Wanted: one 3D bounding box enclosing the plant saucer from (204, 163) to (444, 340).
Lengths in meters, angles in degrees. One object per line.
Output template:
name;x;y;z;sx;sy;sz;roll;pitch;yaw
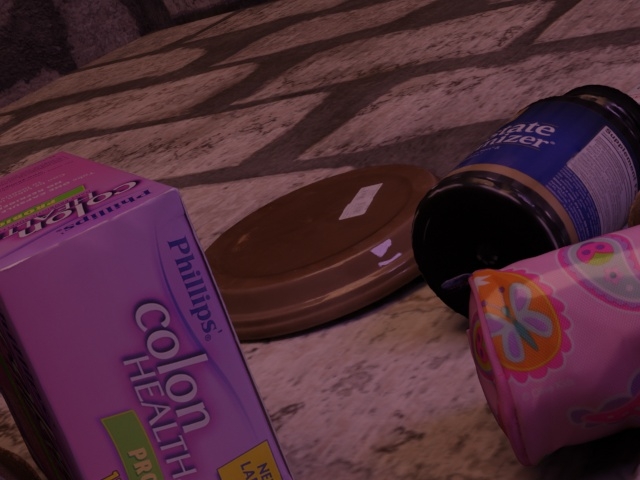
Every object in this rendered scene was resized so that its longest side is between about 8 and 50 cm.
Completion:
plant saucer;0.000;0.000;1.036;0.278;0.041;0.278;-20;19;7

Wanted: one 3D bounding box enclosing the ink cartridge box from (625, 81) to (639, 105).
ink cartridge box;0.336;-0.118;1.016;0.104;0.061;0.181;-1;27;44

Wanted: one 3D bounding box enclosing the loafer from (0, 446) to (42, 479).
loafer;-0.299;0.172;0.735;0.366;0.134;0.130;-8;11;32

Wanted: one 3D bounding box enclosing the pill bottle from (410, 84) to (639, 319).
pill bottle;0.171;-0.036;0.859;0.123;0.123;0.219;-4;25;39

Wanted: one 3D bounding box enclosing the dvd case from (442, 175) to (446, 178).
dvd case;0.136;-0.047;1.093;0.119;0.013;0.087;-17;19;12

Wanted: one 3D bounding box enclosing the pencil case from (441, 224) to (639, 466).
pencil case;0.220;0.035;0.627;0.284;0.124;0.124;-18;19;9

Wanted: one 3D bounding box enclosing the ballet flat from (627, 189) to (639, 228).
ballet flat;0.357;-0.035;0.746;0.316;0.107;0.106;-12;0;8

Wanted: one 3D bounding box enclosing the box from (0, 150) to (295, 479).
box;-0.148;0.070;0.745;0.117;0.213;0.243;-28;21;-22
